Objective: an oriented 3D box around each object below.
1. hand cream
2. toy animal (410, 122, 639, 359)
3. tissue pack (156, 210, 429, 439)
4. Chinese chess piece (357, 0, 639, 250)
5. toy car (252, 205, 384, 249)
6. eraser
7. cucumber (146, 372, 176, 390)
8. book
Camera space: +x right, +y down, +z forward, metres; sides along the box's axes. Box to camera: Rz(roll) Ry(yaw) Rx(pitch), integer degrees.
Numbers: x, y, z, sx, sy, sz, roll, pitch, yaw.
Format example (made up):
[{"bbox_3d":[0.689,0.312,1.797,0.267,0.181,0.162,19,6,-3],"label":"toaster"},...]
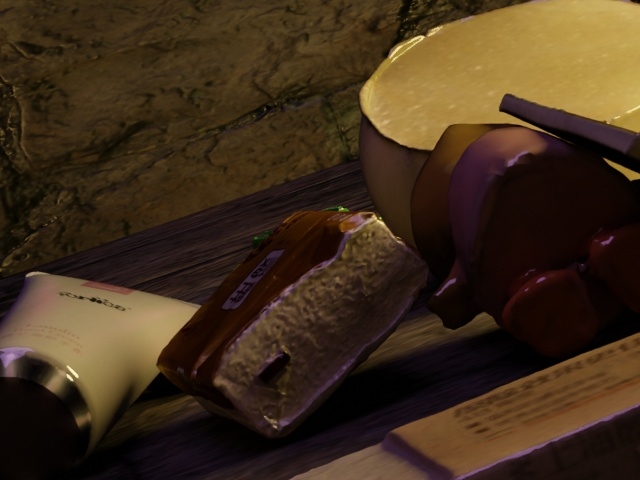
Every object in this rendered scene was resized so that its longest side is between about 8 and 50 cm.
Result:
[{"bbox_3d":[-0.209,0.094,1.680,0.185,0.118,0.359,9,17,5],"label":"hand cream"},{"bbox_3d":[0.151,-0.010,1.494,0.195,0.169,0.281,-28,9,-7],"label":"toy animal"},{"bbox_3d":[-0.024,0.062,1.516,0.183,0.092,0.226,-49,10,-9],"label":"tissue pack"},{"bbox_3d":[0.202,-0.108,1.859,0.338,0.140,0.338,-11,31,7],"label":"Chinese chess piece"},{"bbox_3d":[0.000,0.000,2.291,0.165,0.062,0.071,-21,7,-25],"label":"toy car"},{"bbox_3d":[0.154,0.101,0.962,0.343,0.078,0.144,-20,6,-10],"label":"eraser"},{"bbox_3d":[-0.104,0.110,1.776,0.155,0.037,0.037,-14,8,35],"label":"cucumber"},{"bbox_3d":[0.267,-0.046,1.426,0.217,0.021,0.310,23,4,-14],"label":"book"}]
